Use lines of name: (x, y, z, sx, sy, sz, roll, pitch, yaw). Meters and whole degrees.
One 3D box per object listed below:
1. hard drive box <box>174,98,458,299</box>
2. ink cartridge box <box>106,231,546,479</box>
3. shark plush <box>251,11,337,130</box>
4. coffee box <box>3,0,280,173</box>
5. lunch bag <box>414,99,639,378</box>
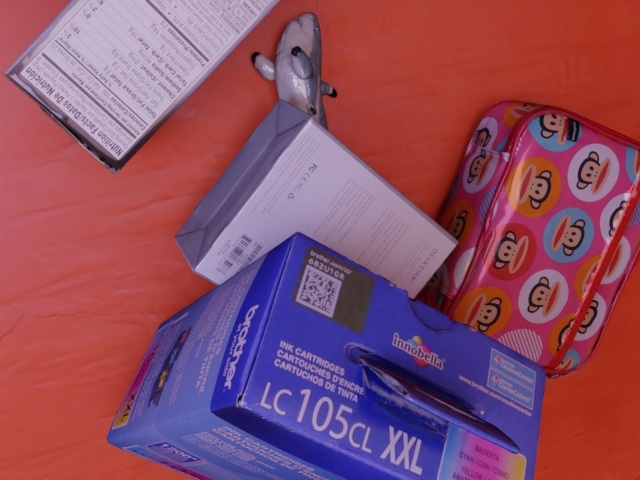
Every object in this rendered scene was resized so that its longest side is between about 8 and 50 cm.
hard drive box: (0.000, 0.000, 0.740, 0.232, 0.089, 0.181, 37, 94, -32)
ink cartridge box: (0.005, 0.147, 0.641, 0.270, 0.395, 0.151, 29, 58, -20)
shark plush: (-0.003, -0.153, 0.751, 0.067, 0.073, 0.161, -37, 108, -36)
coffee box: (-0.125, -0.213, 0.641, 0.297, 0.168, 0.119, -47, 110, 0)
lunch bag: (0.265, 0.006, 0.832, 0.258, 0.120, 0.293, 17, 100, -22)
